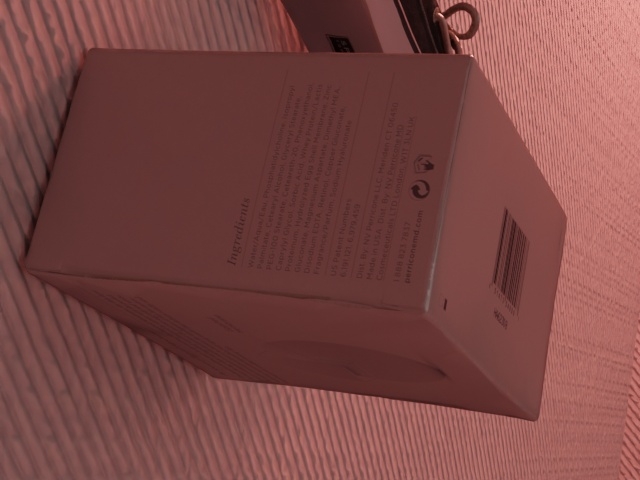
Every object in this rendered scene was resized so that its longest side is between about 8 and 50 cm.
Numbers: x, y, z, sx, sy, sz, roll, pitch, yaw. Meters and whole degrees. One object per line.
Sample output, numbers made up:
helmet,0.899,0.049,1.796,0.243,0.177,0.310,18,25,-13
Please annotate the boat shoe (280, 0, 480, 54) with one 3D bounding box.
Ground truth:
boat shoe,0.053,-0.139,0.947,0.105,0.113,0.306,-53,134,-25

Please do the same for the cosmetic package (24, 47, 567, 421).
cosmetic package,0.000,0.000,0.730,0.224,0.225,0.138,43,55,-60
